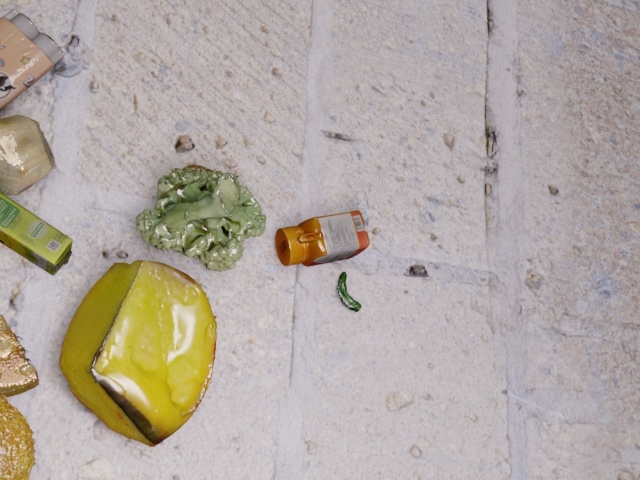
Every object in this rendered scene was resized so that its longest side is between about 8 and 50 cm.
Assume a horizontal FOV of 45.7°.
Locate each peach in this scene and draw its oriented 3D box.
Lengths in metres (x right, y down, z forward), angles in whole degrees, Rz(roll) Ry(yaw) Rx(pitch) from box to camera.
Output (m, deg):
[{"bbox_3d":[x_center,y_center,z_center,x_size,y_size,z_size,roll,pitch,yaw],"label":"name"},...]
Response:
[{"bbox_3d":[-0.404,0.259,1.713,0.306,0.242,0.380,28,62,-32],"label":"peach"}]

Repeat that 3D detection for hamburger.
[{"bbox_3d":[-0.734,0.452,1.548,0.294,0.179,0.276,-33,87,-27],"label":"hamburger"}]

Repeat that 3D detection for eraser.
[{"bbox_3d":[-0.789,-0.416,1.847,0.171,0.087,0.290,43,64,-7],"label":"eraser"}]

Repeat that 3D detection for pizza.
[{"bbox_3d":[-0.716,0.254,1.682,0.154,0.069,0.194,-7,70,-24],"label":"pizza"}]

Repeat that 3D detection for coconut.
[{"bbox_3d":[-0.720,-0.197,1.750,0.194,0.194,0.194,7,72,-20],"label":"coconut"}]

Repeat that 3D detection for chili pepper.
[{"bbox_3d":[0.068,0.144,2.057,0.055,0.035,0.118,-11,68,-37],"label":"chili pepper"}]

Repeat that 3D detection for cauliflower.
[{"bbox_3d":[-0.278,-0.047,1.844,0.327,0.281,0.260,-13,107,-20],"label":"cauliflower"}]

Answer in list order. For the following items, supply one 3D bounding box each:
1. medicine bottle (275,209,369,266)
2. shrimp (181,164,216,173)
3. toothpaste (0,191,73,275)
[{"bbox_3d":[0.000,0.001,2.005,0.222,0.149,0.112,-10,78,-24],"label":"medicine bottle"},{"bbox_3d":[-0.296,-0.139,1.987,0.162,0.045,0.095,23,67,-17],"label":"shrimp"},{"bbox_3d":[-0.725,-0.045,1.745,0.327,0.110,0.077,35,67,-9],"label":"toothpaste"}]
